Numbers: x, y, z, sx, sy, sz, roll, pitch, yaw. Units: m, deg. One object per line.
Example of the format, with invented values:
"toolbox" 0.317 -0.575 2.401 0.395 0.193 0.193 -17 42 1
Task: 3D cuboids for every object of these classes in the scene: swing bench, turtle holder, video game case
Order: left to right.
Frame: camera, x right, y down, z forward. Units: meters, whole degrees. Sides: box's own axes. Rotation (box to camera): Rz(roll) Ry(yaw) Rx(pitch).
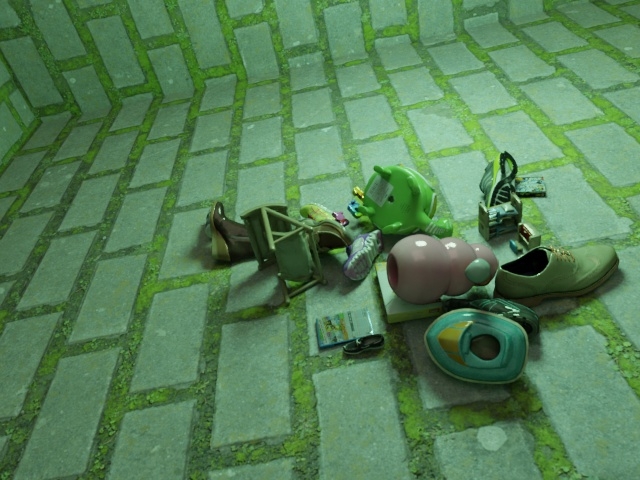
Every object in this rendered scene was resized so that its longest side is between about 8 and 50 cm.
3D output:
"swing bench" -0.126 0.029 1.779 0.165 0.253 0.255 -27 41 -17
"video game case" 0.073 0.268 1.614 0.166 0.015 0.119 -13 39 2
"turtle holder" 0.319 -0.137 1.856 0.320 0.243 0.227 8 4 40

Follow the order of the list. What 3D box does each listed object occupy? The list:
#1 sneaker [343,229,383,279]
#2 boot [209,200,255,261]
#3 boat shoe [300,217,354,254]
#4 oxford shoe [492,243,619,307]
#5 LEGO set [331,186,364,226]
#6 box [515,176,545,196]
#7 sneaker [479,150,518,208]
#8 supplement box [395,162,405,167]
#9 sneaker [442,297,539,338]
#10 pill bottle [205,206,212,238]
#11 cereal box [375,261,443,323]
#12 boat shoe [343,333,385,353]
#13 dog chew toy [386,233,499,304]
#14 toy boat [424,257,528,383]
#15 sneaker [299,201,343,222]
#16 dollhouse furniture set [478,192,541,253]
"sneaker" 0.128 0.050 1.814 0.105 0.095 0.236 4 36 32
"boot" -0.313 -0.041 2.007 0.207 0.090 0.248 -6 71 2
"boat shoe" 0.000 0.000 1.855 0.116 0.123 0.324 -49 22 -19
"oxford shoe" 0.702 0.080 1.544 0.397 0.146 0.140 -20 37 -8
"LEGO set" 0.134 -0.141 1.978 0.227 0.087 0.093 -27 67 -38
"box" 0.765 -0.201 1.967 0.137 0.027 0.094 0 42 17
"sneaker" 0.645 -0.183 1.931 0.111 0.121 0.300 30 59 -13
"supplement box" 0.314 -0.282 2.195 0.083 0.043 0.055 -20 40 -7
"sneaker" 0.488 0.215 1.508 0.267 0.101 0.106 12 27 25
"pill bottle" -0.427 -0.076 2.142 0.078 0.078 0.137 -13 38 2
"cereal box" 0.277 0.151 1.667 0.173 0.047 0.240 -10 38 1
"boat shoe" 0.126 0.301 1.538 0.125 0.038 0.046 -9 38 6
"dog chew toy" 0.369 0.081 1.555 0.332 0.206 0.206 -3 37 -12
"toy boat" 0.408 0.211 1.385 0.268 0.148 0.318 2 77 24
"sneaker" -0.007 -0.081 2.017 0.209 0.081 0.094 19 51 34
"dollhouse furniture set" 0.623 -0.047 1.740 0.129 0.129 0.183 -16 38 -2
